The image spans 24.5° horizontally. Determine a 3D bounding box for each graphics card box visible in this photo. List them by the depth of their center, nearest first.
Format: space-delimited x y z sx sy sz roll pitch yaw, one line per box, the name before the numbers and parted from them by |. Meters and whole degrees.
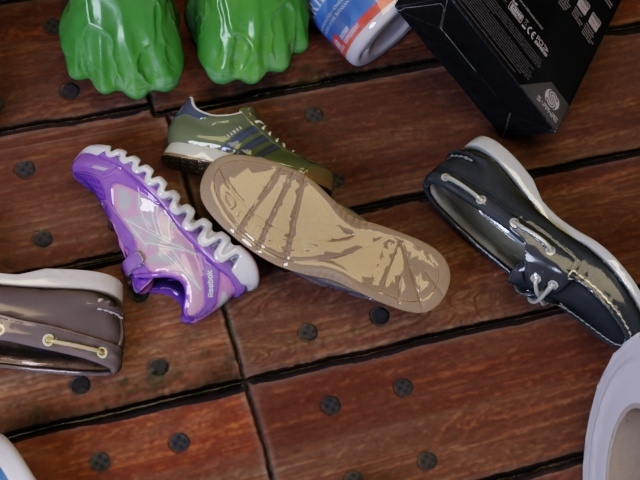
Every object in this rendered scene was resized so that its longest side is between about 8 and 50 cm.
graphics card box | 0.254 -0.331 1.712 0.233 0.094 0.371 45 60 -33

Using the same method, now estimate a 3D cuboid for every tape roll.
tape roll | 0.353 0.236 1.455 0.100 0.286 0.286 5 67 -9

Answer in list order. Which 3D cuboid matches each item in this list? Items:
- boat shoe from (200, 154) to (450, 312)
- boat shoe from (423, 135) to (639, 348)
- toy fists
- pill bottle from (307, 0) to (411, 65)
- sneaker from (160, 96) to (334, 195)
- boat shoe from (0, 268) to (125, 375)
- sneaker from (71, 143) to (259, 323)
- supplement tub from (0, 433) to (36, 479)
boat shoe | 0.000 0.000 1.582 0.285 0.092 0.103 23 78 -4
boat shoe | 0.236 0.019 1.620 0.091 0.114 0.302 -35 67 -23
toy fists | -0.149 -0.237 1.627 0.279 0.096 0.142 -9 106 -16
pill bottle | 0.010 -0.319 1.697 0.124 0.124 0.221 -38 79 -23
sneaker | -0.074 -0.109 1.624 0.192 0.064 0.086 12 71 -4
boat shoe | -0.355 0.088 1.461 0.324 0.116 0.097 2 65 -17
sneaker | -0.180 -0.002 1.549 0.236 0.095 0.104 41 74 5
supplement tub | -0.353 0.283 1.363 0.199 0.144 0.144 -29 77 -21
